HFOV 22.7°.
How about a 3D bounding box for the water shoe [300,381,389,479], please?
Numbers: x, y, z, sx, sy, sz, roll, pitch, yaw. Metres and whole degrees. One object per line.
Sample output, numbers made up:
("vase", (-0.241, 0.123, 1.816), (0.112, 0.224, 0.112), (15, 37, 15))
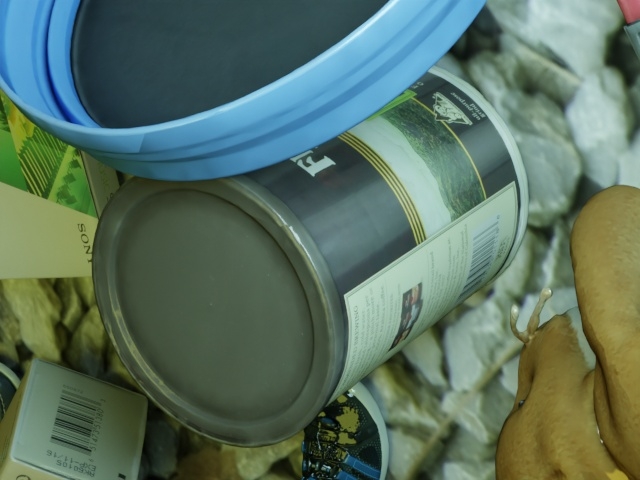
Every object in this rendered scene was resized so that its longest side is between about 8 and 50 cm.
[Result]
("water shoe", (0.012, 0.211, 1.365), (0.073, 0.080, 0.203), (10, 116, 32))

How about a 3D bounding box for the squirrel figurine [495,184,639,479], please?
("squirrel figurine", (0.258, 0.149, 0.999), (0.370, 0.281, 0.397), (-41, 60, 47))

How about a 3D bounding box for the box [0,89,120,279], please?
("box", (-0.342, -0.075, 1.451), (0.322, 0.058, 0.232), (-3, 114, 21))

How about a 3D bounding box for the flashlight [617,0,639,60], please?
("flashlight", (0.196, -0.253, 1.014), (0.103, 0.103, 0.304), (-23, 96, 14))

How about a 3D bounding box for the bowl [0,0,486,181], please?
("bowl", (-0.044, -0.205, 1.055), (0.391, 0.391, 0.077), (4, 148, 35))

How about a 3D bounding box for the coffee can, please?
("coffee can", (0.000, 0.000, 1.151), (0.202, 0.275, 0.201), (15, 118, 30))

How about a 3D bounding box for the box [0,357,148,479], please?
("box", (-0.283, 0.280, 1.533), (0.121, 0.148, 0.311), (22, 123, -15))

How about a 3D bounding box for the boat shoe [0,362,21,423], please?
("boat shoe", (-0.364, 0.235, 1.650), (0.095, 0.079, 0.254), (36, 127, 19))
